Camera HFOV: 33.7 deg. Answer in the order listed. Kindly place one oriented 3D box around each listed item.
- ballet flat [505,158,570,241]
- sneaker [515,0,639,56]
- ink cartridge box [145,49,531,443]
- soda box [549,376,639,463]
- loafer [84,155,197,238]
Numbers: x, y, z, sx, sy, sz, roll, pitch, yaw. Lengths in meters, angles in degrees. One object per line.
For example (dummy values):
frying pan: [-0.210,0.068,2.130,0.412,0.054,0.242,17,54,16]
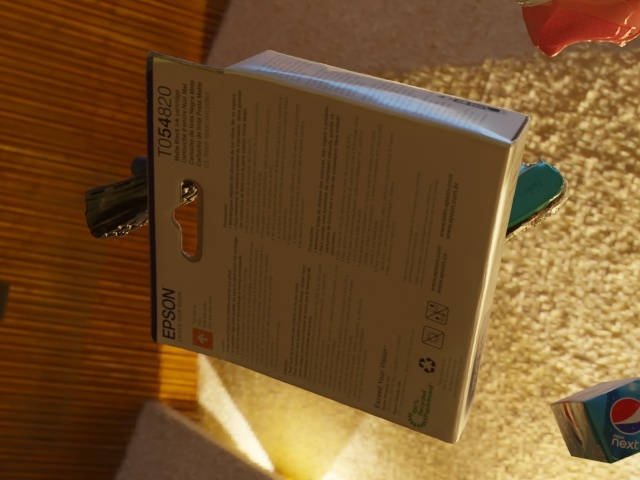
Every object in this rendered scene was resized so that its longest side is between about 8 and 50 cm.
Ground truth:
ballet flat: [0.168,-0.011,1.165,0.091,0.241,0.077,63,-15,19]
sneaker: [0.414,-0.332,1.394,0.116,0.314,0.136,-84,157,-61]
ink cartridge box: [0.000,0.000,0.654,0.045,0.224,0.223,-51,153,-52]
soda box: [0.300,0.188,1.109,0.210,0.071,0.067,73,-5,-79]
loafer: [-0.208,-0.073,1.316,0.223,0.076,0.078,-24,-98,25]
